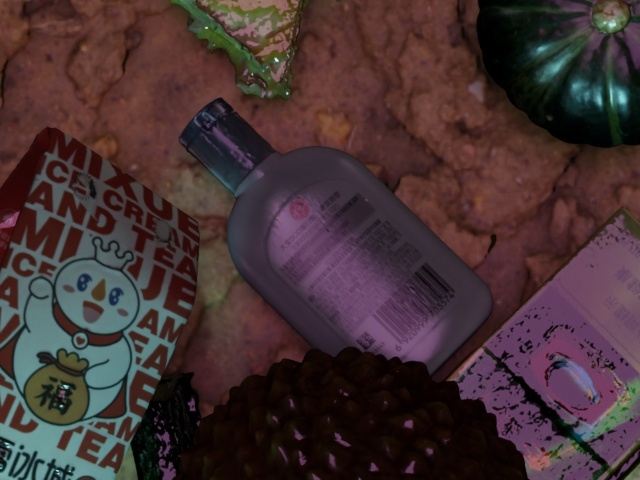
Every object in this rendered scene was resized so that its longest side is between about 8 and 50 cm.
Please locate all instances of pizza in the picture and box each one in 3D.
[{"bbox_3d":[-0.087,-0.248,1.585,0.280,0.075,0.287,-14,81,1],"label":"pizza"}]

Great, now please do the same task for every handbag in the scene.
[{"bbox_3d":[-0.217,0.072,1.449,0.171,0.151,0.298,29,80,-28],"label":"handbag"}]

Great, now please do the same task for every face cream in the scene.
[{"bbox_3d":[0.000,0.000,1.533,0.291,0.071,0.144,43,80,6],"label":"face cream"}]

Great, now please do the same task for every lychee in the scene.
[{"bbox_3d":[0.027,0.245,1.372,0.306,0.306,0.330,-33,77,-7],"label":"lychee"}]

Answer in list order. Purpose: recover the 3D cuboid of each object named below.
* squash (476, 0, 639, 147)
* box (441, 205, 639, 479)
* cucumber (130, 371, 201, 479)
[{"bbox_3d":[0.232,-0.182,1.520,0.218,0.172,0.218,0,86,-5],"label":"squash"},{"bbox_3d":[0.217,0.111,1.515,0.240,0.071,0.159,-44,84,-7],"label":"box"},{"bbox_3d":[-0.111,0.228,1.491,0.067,0.067,0.245,-12,78,-3],"label":"cucumber"}]
